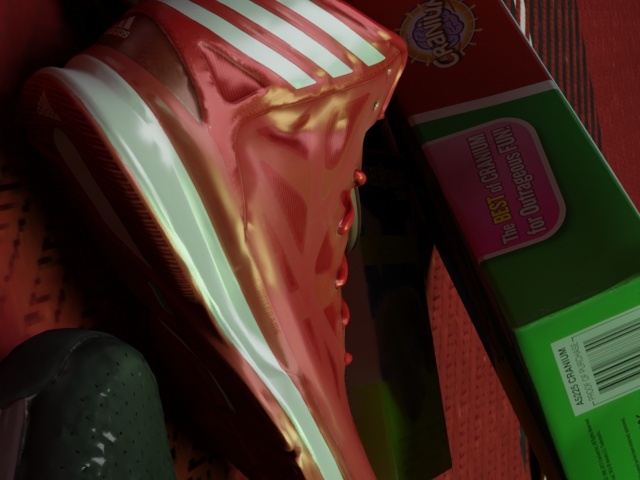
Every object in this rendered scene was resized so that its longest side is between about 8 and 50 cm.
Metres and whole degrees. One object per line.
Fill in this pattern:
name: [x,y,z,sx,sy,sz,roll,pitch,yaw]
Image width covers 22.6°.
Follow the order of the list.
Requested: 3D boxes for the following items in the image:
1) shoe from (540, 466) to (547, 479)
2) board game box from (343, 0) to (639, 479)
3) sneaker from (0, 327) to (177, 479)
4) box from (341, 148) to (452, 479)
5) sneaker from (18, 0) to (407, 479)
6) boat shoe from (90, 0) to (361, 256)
shoe: [0.182,0.128,1.128,0.081,0.063,0.178,-45,128,-73]
board game box: [0.098,0.006,0.773,0.316,0.064,0.242,-111,177,-50]
sneaker: [-0.005,0.155,0.429,0.106,0.162,0.281,22,60,-68]
box: [0.019,0.028,0.748,0.109,0.042,0.178,-1,82,-72]
sneaker: [0.000,0.000,0.559,0.128,0.087,0.221,-42,132,-20]
boat shoe: [-0.040,-0.051,0.607,0.060,0.064,0.178,-47,130,-28]
